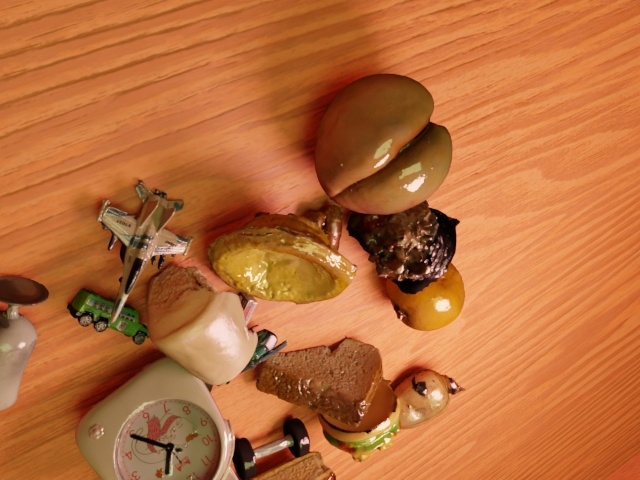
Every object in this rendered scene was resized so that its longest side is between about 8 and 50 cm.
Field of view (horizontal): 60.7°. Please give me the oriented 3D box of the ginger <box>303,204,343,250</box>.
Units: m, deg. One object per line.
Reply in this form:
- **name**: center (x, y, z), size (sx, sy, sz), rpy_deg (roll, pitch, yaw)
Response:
- **ginger**: center (0.000, 0.000, 1.255), size (0.103, 0.073, 0.162), rpy_deg (-11, 119, -27)

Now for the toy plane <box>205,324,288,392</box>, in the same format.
- **toy plane**: center (-0.178, 0.274, 1.266), size (0.235, 0.096, 0.060), rpy_deg (-34, 126, 8)

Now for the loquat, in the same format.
- **loquat**: center (0.269, 0.133, 1.412), size (0.208, 0.208, 0.208), rpy_deg (-14, 119, -26)

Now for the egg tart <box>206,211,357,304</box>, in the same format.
- **egg tart**: center (-0.077, 0.032, 1.139), size (0.315, 0.315, 0.120), rpy_deg (35, 52, -39)

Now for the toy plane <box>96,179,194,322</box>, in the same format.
- **toy plane**: center (-0.348, 0.024, 1.029), size (0.192, 0.088, 0.262), rpy_deg (28, 81, -36)

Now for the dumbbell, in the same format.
- **dumbbell**: center (-0.129, 0.538, 1.417), size (0.191, 0.100, 0.100), rpy_deg (-12, 118, -27)

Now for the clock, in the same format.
- **clock**: center (-0.318, 0.428, 1.140), size (0.265, 0.108, 0.324), rpy_deg (-36, 90, -16)

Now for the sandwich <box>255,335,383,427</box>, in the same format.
- **sandwich**: center (0.010, 0.336, 1.399), size (0.254, 0.288, 0.099), rpy_deg (-55, 159, -60)

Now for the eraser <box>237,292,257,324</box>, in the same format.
- **eraser**: center (-0.186, 0.178, 1.237), size (0.029, 0.052, 0.122), rpy_deg (21, 101, -36)

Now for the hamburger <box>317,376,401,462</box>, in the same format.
- **hamburger**: center (0.105, 0.476, 1.466), size (0.237, 0.237, 0.149), rpy_deg (-24, 122, -21)

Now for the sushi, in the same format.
- **sushi**: center (0.189, -0.015, 1.272), size (0.219, 0.238, 0.225), rpy_deg (39, 71, -33)

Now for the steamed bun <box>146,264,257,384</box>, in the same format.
- **steamed bun**: center (-0.228, 0.170, 1.115), size (0.170, 0.200, 0.225), rpy_deg (-29, 131, 3)

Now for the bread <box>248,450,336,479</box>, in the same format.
- **bread**: center (-0.119, 0.750, 1.471), size (0.333, 0.143, 0.323), rpy_deg (-20, 132, -20)

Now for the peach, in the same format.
- **peach**: center (0.124, -0.190, 1.133), size (0.292, 0.247, 0.292), rpy_deg (-5, 122, -7)

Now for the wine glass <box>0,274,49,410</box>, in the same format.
- **wine glass**: center (-0.564, 0.186, 0.972), size (0.103, 0.103, 0.231), rpy_deg (11, 110, -35)

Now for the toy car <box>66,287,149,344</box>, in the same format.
- **toy car**: center (-0.409, 0.150, 1.074), size (0.165, 0.071, 0.062), rpy_deg (32, 79, -38)

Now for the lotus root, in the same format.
- **lotus root**: center (0.293, 0.468, 1.628), size (0.257, 0.140, 0.154), rpy_deg (-30, 139, -5)
